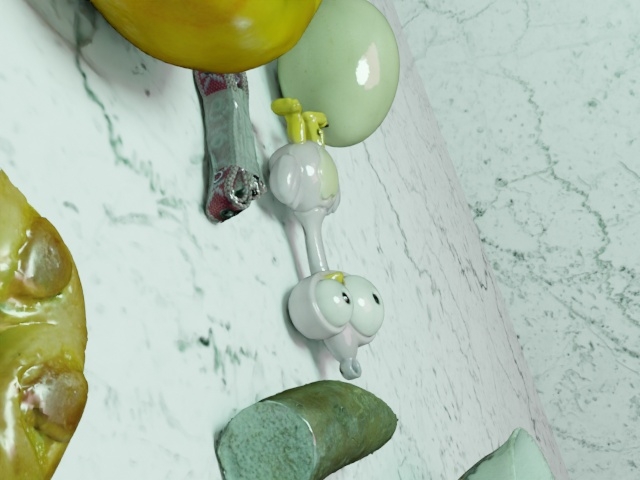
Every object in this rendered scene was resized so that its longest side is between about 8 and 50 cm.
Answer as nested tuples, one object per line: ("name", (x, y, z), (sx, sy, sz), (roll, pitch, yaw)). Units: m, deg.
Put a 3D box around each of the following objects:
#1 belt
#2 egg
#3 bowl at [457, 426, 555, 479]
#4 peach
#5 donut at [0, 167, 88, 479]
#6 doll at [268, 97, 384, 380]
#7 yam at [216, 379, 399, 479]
("belt", (-0.106, -0.125, 0.817), (0.071, 0.053, 0.232), (40, 36, -55))
("egg", (0.028, -0.258, 1.070), (0.188, 0.188, 0.254), (42, 38, -52))
("bowl", (0.246, 0.496, 0.969), (0.435, 0.195, 0.435), (50, 30, -44))
("peach", (-0.126, -0.324, 0.655), (0.307, 0.289, 0.289), (33, 21, 7))
("donut", (-0.208, 0.050, 0.326), (0.227, 0.113, 0.227), (52, 28, -44))
("doll", (-0.001, 0.001, 0.918), (0.160, 0.094, 0.366), (10, 63, -63))
("yam", (0.002, 0.200, 0.741), (0.259, 0.106, 0.106), (10, 64, -67))
